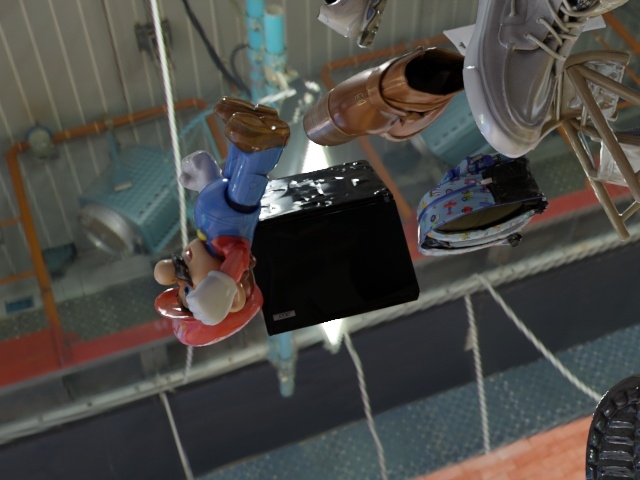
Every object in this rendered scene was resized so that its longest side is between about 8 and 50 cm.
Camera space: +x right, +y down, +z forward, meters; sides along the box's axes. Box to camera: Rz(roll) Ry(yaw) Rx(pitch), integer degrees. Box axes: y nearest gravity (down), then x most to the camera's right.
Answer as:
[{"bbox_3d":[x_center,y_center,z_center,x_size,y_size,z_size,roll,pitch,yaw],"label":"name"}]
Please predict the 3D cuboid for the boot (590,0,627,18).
[{"bbox_3d":[0.373,-0.429,1.189,0.095,0.262,0.203,-18,6,-27],"label":"boot"}]

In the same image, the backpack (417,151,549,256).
[{"bbox_3d":[0.213,-0.048,1.350,0.173,0.117,0.158,-14,-19,-12],"label":"backpack"}]

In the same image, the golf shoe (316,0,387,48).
[{"bbox_3d":[0.047,-0.320,1.210,0.086,0.176,0.069,19,-48,0],"label":"golf shoe"}]

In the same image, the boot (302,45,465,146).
[{"bbox_3d":[0.135,-0.211,1.270,0.283,0.109,0.220,-15,-3,-37],"label":"boot"}]

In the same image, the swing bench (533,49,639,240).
[{"bbox_3d":[0.467,-0.167,1.520,0.165,0.255,0.253,-42,-18,1],"label":"swing bench"}]

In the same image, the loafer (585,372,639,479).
[{"bbox_3d":[0.361,0.298,0.895,0.130,0.366,0.134,-12,-4,-37],"label":"loafer"}]

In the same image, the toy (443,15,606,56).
[{"bbox_3d":[0.334,-0.365,1.552,0.237,0.056,0.137,-8,-16,26],"label":"toy"}]

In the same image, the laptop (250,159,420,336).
[{"bbox_3d":[0.000,0.000,1.453,0.234,0.264,0.136,-13,-64,-8],"label":"laptop"}]

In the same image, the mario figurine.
[{"bbox_3d":[-0.146,-0.015,1.191,0.198,0.170,0.320,-34,-39,-67],"label":"mario figurine"}]

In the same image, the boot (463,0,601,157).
[{"bbox_3d":[0.216,-0.212,0.922,0.095,0.258,0.123,23,-33,-26],"label":"boot"}]
